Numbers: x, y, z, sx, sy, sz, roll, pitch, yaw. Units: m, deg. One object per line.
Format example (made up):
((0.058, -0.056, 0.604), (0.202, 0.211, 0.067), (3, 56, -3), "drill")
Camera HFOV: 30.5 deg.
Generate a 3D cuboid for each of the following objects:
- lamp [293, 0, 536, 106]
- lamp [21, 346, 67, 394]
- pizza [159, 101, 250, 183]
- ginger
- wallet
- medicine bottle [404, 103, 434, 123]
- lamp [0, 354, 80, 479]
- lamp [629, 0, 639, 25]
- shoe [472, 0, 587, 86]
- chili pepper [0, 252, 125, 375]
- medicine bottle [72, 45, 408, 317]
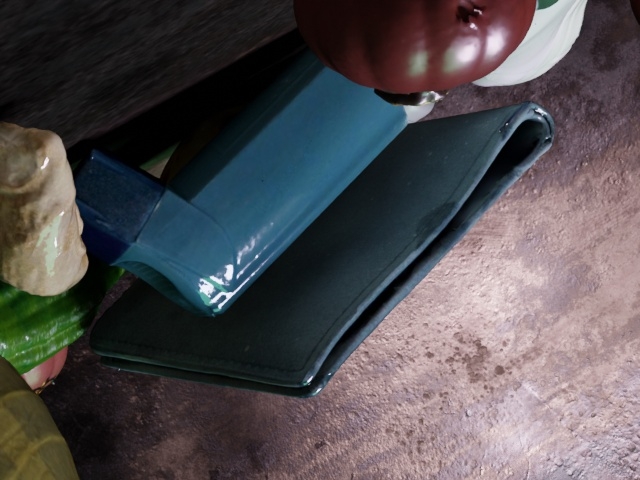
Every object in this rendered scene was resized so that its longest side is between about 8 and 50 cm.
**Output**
((0.039, -0.102, 0.485), (0.101, 0.090, 0.101), (-1, -149, 0), "lamp")
((-0.356, 0.140, 1.283), (0.182, 0.140, 0.182), (-38, -177, 2), "lamp")
((-0.086, -0.046, 0.859), (0.188, 0.080, 0.204), (-38, -157, -26), "pizza")
((-0.179, 0.008, 0.584), (0.089, 0.075, 0.288), (-26, -177, -30), "ginger")
((0.000, -0.001, 0.834), (0.251, 0.054, 0.290), (-4, -149, 50), "wallet")
((0.049, -0.128, 1.016), (0.140, 0.079, 0.079), (-30, -178, 25), "medicine bottle")
((-0.218, 0.124, 0.393), (0.284, 0.250, 0.250), (9, -177, 1), "lamp")
((0.501, -0.300, 1.321), (0.303, 0.257, 0.303), (-3, -147, 2), "lamp")
((0.100, -0.146, 0.689), (0.110, 0.095, 0.265), (-31, 173, -17), "shoe")
((-0.211, 0.039, 0.849), (0.099, 0.083, 0.253), (14, -164, 12), "chili pepper")
((-0.039, -0.061, 0.720), (0.258, 0.124, 0.079), (-44, -172, -18), "medicine bottle")
